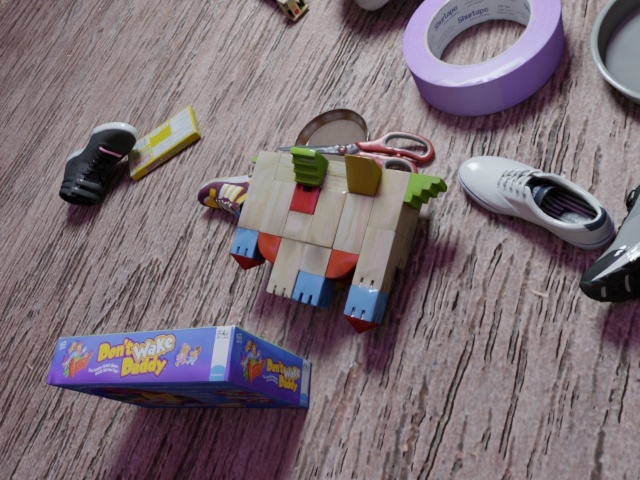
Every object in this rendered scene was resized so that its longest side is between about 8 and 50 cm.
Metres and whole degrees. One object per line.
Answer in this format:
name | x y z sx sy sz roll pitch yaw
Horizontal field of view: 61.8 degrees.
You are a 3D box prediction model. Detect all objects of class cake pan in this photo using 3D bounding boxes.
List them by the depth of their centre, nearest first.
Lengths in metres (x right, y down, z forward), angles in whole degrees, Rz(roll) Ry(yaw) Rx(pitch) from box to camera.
cake pan | 0.579 -0.312 0.820 0.294 0.054 0.292 -13 60 23

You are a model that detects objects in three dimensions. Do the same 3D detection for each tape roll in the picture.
tape roll | 0.295 -0.366 0.982 0.275 0.090 0.274 -12 60 22

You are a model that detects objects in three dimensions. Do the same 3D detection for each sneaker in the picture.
sneaker | 0.450 -0.020 0.722 0.272 0.100 0.108 -41 44 -3
sneaker | 0.321 -0.079 0.815 0.258 0.091 0.094 31 83 36
sneaker | -0.182 -0.083 1.106 0.186 0.069 0.083 -10 56 25
sneaker | -0.545 -0.175 1.317 0.296 0.105 0.146 -22 59 37

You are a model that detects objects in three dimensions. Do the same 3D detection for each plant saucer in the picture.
plant saucer | 0.022 -0.190 1.075 0.169 0.029 0.168 -12 61 22

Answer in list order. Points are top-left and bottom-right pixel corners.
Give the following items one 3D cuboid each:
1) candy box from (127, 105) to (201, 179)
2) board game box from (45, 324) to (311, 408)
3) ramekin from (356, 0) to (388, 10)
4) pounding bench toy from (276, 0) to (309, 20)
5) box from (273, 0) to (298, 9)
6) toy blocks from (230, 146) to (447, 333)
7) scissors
candy box | -0.393 -0.242 1.329 0.206 0.027 0.105 -30 56 13
board game box | -0.222 0.216 0.870 0.348 0.233 0.078 -8 62 25
ramekin | 0.105 -0.640 1.122 0.273 0.127 0.272 -40 44 52
pounding bench toy | -0.059 -0.591 1.305 0.083 0.065 0.052 -45 52 1
box | -0.072 -0.696 1.359 0.180 0.077 0.147 -44 54 2
toy blocks | 0.000 0.000 0.916 0.382 0.191 0.260 13 84 27
scissors | 0.064 -0.178 1.016 0.297 0.021 0.108 19 81 21
